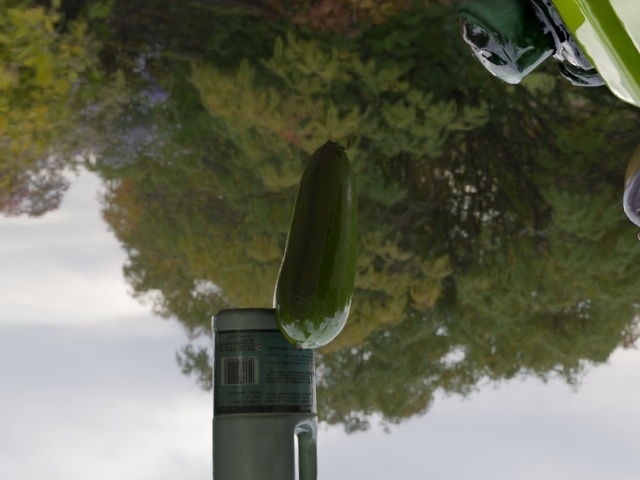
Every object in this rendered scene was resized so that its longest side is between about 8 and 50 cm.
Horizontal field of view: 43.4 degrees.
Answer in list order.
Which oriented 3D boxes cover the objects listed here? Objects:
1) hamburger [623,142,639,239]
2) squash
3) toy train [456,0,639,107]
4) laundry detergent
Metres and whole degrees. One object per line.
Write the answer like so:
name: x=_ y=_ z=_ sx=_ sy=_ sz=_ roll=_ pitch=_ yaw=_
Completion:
hamburger: x=0.287 y=-0.029 z=0.537 sx=0.175 sy=0.175 sz=0.137 roll=3 pitch=-133 yaw=-13
squash: x=0.000 y=0.000 z=0.698 sx=0.066 sy=0.201 sz=0.066 roll=5 pitch=150 yaw=3
toy train: x=0.284 y=-0.240 z=0.454 sx=0.179 sy=0.442 sz=0.272 roll=46 pitch=-176 yaw=-26
laundry detergent: x=-0.046 y=0.173 z=0.697 sx=0.099 sy=0.226 sz=0.070 roll=8 pitch=163 yaw=-40
